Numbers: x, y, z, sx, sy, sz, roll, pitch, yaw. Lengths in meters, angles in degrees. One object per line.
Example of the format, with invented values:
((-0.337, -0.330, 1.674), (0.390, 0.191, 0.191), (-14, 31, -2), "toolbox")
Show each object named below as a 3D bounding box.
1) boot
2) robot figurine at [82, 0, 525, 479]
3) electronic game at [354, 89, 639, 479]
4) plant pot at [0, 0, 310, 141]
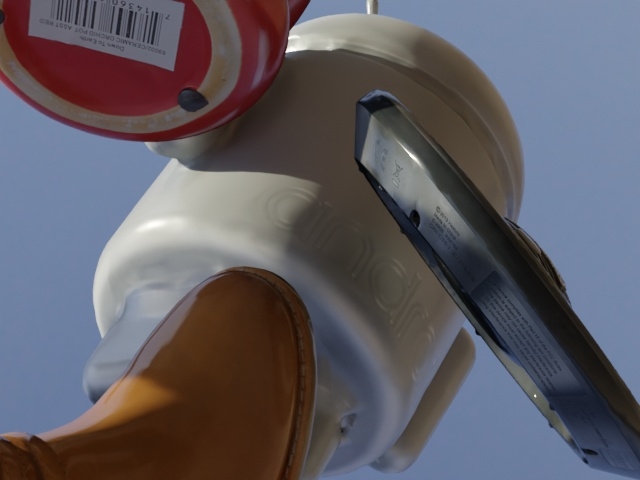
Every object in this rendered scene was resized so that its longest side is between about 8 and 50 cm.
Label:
((-0.121, 0.107, 0.865), (0.109, 0.283, 0.220), (31, 173, 31), "boot")
((0.000, 0.000, 1.182), (0.300, 0.199, 0.353), (60, -138, -28), "robot figurine")
((0.090, 0.021, 0.952), (0.229, 0.048, 0.229), (53, 180, 0), "electronic game")
((-0.088, -0.156, 1.006), (0.191, 0.191, 0.174), (34, -135, -21), "plant pot")
